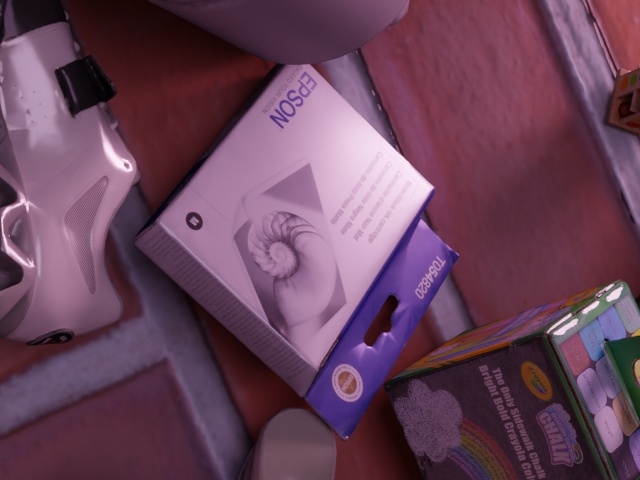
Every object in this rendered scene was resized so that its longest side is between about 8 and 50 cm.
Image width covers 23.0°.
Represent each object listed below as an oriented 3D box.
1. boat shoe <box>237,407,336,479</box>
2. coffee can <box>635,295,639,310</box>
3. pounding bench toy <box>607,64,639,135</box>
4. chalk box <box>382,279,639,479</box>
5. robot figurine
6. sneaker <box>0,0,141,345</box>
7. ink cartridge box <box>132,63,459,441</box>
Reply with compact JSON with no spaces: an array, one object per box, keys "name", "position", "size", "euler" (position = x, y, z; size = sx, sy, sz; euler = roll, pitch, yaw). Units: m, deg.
[{"name":"boat shoe","position":[-0.036,0.239,1.162],"size":[0.079,0.081,0.228],"euler":[15,66,-9]},{"name":"coffee can","position":[0.392,0.146,1.290],"size":[0.201,0.201,0.275],"euler":[-41,99,-21]},{"name":"pounding bench toy","position":[0.301,-0.117,1.363],"size":[0.083,0.065,0.052],"euler":[18,75,-19]},{"name":"chalk box","position":[0.182,0.120,1.187],"size":[0.132,0.213,0.132],"euler":[-26,94,-50]},{"name":"robot figurine","position":[-0.049,-0.244,1.110],"size":[0.353,0.299,0.200],"euler":[19,66,-64]},{"name":"sneaker","position":[-0.204,-0.085,1.143],"size":[0.146,0.122,0.331],"euler":[6,76,-41]},{"name":"ink cartridge box","position":[0.000,0.000,1.202],"size":[0.224,0.045,0.223],"euler":[44,50,-12]}]
